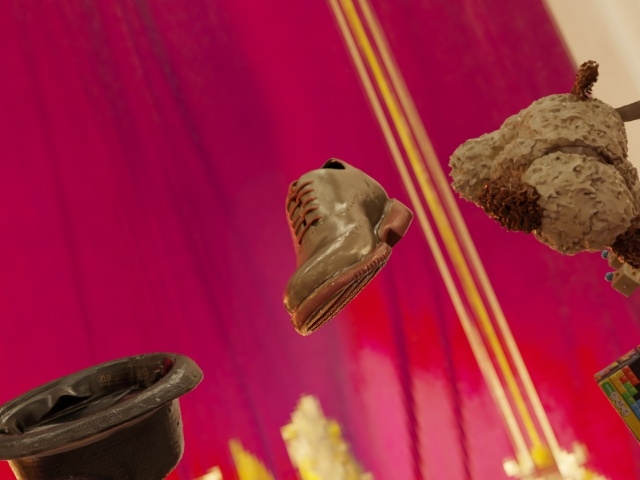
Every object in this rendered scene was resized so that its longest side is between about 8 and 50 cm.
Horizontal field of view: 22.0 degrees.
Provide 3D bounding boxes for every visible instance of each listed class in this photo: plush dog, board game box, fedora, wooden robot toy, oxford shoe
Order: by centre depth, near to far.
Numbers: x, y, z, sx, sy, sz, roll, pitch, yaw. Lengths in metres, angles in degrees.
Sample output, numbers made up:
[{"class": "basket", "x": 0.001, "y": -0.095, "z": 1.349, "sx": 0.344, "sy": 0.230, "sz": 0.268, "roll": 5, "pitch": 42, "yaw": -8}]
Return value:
[{"class": "board game box", "x": 0.392, "y": 0.174, "z": 1.712, "sx": 0.141, "sy": 0.170, "sz": 0.048, "roll": -36, "pitch": 4, "yaw": 7}, {"class": "oxford shoe", "x": 0.000, "y": 0.000, "z": 1.750, "sx": 0.123, "sy": 0.130, "sz": 0.348, "roll": -44, "pitch": 3, "yaw": 17}, {"class": "plush dog", "x": 0.301, "y": -0.071, "z": 1.950, "sx": 0.262, "sy": 0.225, "sz": 0.210, "roll": 13, "pitch": -50, "yaw": -10}, {"class": "wooden robot toy", "x": 0.428, "y": 0.030, "z": 2.185, "sx": 0.076, "sy": 0.079, "sz": 0.173, "roll": -55, "pitch": 6, "yaw": 19}, {"class": "fedora", "x": -0.306, "y": 0.279, "z": 2.263, "sx": 0.334, "sy": 0.152, "sz": 0.334, "roll": -16, "pitch": 12, "yaw": 4}]
